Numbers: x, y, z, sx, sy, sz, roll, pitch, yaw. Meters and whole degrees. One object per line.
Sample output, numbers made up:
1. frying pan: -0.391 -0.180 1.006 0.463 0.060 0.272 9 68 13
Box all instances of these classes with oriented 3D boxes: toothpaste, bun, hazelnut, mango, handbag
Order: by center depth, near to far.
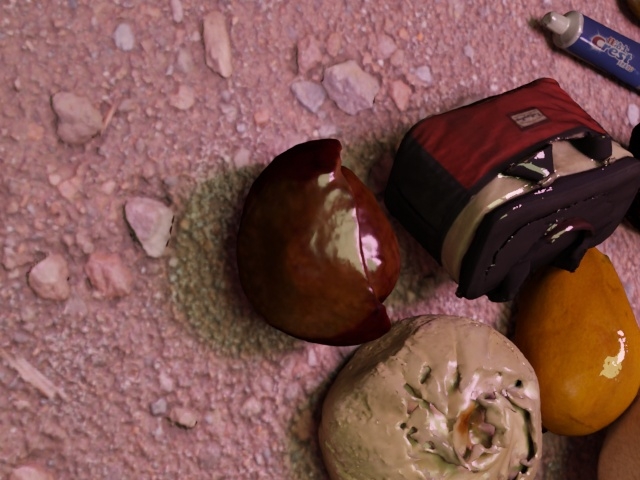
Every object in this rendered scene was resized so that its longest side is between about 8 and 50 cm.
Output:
1. hazelnut: 0.002 0.001 1.022 0.160 0.170 0.202 6 93 -29
2. bun: 0.136 0.203 1.092 0.259 0.152 0.259 4 81 -28
3. handbag: 0.215 -0.059 1.117 0.254 0.181 0.181 -20 55 -30
4. mango: 0.296 0.109 1.191 0.109 0.147 0.227 24 67 -50
5. toothpaste: 0.383 -0.232 1.325 0.268 0.047 0.069 18 64 -30

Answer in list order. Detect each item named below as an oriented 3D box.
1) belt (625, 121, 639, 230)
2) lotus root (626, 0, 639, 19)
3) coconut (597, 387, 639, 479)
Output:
1. belt: 0.510 -0.069 1.302 0.289 0.184 0.164 21 71 -31
2. lotus root: 0.485 -0.320 1.359 0.192 0.088 0.113 10 112 -26
3. coconut: 0.536 0.277 1.172 0.415 0.415 0.345 -1 115 -29
